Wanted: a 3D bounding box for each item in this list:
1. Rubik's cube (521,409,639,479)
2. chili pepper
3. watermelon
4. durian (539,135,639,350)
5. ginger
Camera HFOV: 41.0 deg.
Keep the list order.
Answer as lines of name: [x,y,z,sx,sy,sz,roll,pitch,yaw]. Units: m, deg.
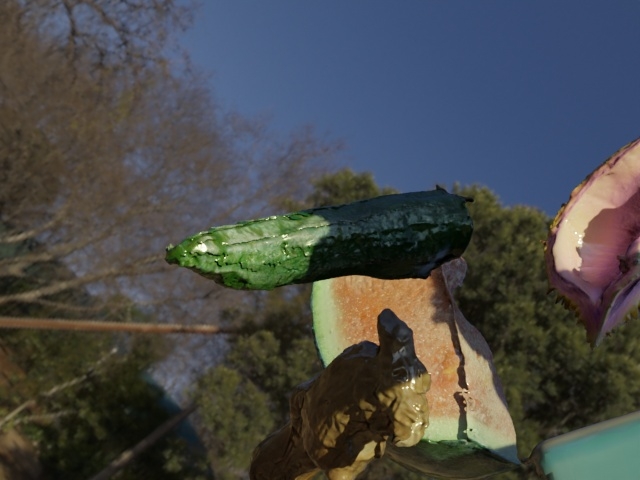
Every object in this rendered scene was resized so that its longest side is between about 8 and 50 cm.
Rubik's cube: [0.351,0.230,0.481,0.347,0.344,0.347,29,42,-67]
chili pepper: [0.000,0.000,0.555,0.088,0.226,0.059,-36,-114,44]
watermelon: [0.095,0.117,0.926,0.148,0.226,0.318,29,8,-35]
durian: [0.403,-0.032,1.016,0.112,0.341,0.191,34,11,-27]
ginger: [0.013,0.158,0.738,0.290,0.084,0.122,133,-47,-56]
